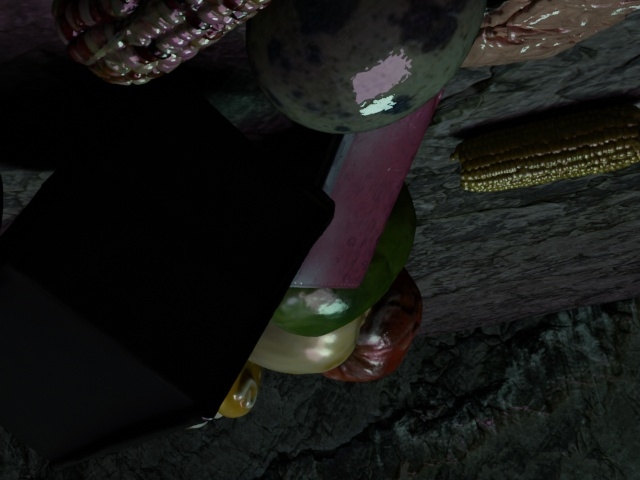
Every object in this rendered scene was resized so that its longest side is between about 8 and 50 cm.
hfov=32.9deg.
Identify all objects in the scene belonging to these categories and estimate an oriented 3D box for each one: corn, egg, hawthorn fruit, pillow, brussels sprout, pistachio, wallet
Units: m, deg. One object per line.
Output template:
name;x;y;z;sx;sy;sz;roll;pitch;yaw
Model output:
corn;0.270;-0.106;1.259;0.238;0.080;0.080;-13;167;12
egg;0.031;-0.150;0.737;0.182;0.141;0.141;-24;161;37
hawthorn fruit;0.078;0.112;1.895;0.242;0.242;0.272;-18;-164;38
pillow;0.183;-0.182;0.883;0.126;0.043;0.232;-7;175;-25
corn;-0.063;-0.181;0.674;0.280;0.092;0.092;-24;161;38
brussels sprout;0.000;0.000;1.245;0.244;0.244;0.244;-8;168;-2
pistachio;-0.042;0.087;1.623;0.238;0.229;0.321;42;150;-22
wallet;0.041;-0.058;1.064;0.119;0.232;0.025;5;-156;-46

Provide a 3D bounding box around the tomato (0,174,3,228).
tomato;-0.358;-0.069;0.974;0.189;0.099;0.173;44;158;-25

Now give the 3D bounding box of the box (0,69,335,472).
box;-0.196;0.042;1.014;0.204;0.251;0.345;42;143;-15

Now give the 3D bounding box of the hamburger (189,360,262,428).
hamburger;-0.215;0.183;1.932;0.186;0.261;0.302;-19;124;20
